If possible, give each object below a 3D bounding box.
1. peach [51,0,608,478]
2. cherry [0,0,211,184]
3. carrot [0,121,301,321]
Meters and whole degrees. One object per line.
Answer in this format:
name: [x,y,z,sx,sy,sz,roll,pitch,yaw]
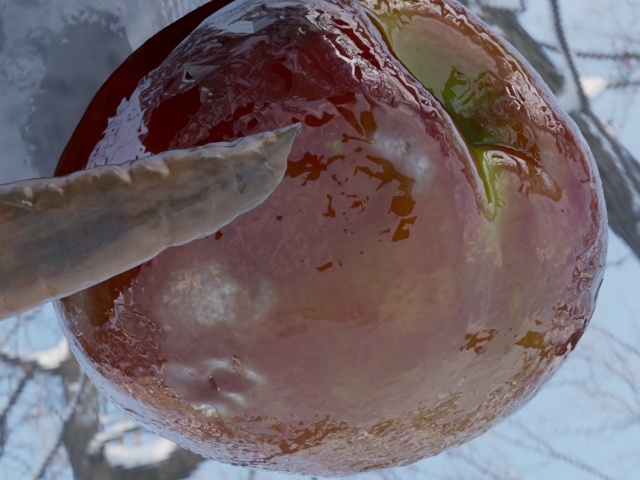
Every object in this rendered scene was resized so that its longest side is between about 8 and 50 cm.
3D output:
peach: [0.000,0.000,0.759,0.243,0.199,0.243,4,-46,4]
cherry: [-0.188,-0.126,0.948,0.334,0.326,0.291,2,-43,-6]
carrot: [-0.109,0.010,0.494,0.224,0.057,0.057,-17,-60,-3]
